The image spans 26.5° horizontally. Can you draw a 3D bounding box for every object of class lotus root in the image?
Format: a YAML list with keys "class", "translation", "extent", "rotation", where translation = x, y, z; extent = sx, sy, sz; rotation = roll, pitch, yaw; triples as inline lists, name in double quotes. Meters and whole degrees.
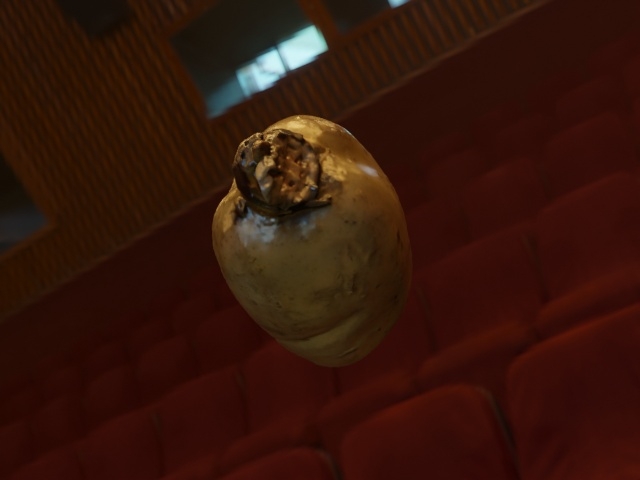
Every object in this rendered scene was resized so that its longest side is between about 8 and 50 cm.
- class: "lotus root"
  translation: [0.000, 0.000, 0.485]
  extent: [0.072, 0.063, 0.152]
  rotation: [-58, -27, -15]
